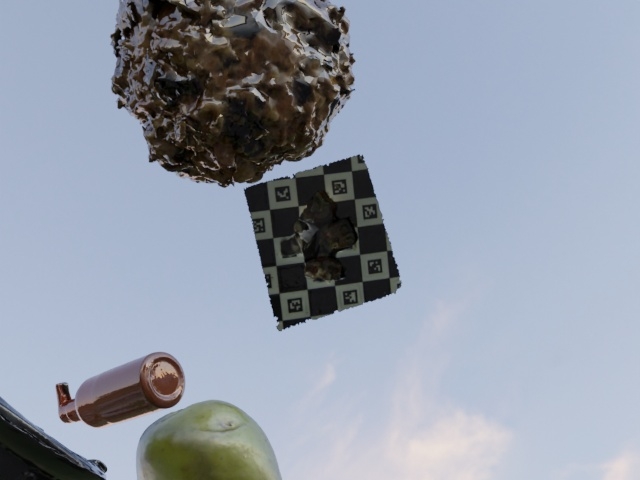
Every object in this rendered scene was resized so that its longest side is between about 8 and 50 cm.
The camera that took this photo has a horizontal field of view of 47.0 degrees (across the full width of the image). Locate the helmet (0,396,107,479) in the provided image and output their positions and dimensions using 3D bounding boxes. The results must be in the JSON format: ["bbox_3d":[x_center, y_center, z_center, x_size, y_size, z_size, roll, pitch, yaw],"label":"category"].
[{"bbox_3d":[-0.336,0.223,0.700,0.230,0.279,0.160,49,-114,-27],"label":"helmet"}]

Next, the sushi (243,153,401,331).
[{"bbox_3d":[0.000,0.000,1.045,0.193,0.040,0.210,-17,-79,-8],"label":"sushi"}]

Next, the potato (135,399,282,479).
[{"bbox_3d":[-0.119,0.295,0.821,0.197,0.228,0.148,-27,-5,28],"label":"potato"}]

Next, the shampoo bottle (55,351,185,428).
[{"bbox_3d":[-0.306,0.229,1.083,0.244,0.085,0.085,-21,-42,34],"label":"shampoo bottle"}]

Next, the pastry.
[{"bbox_3d":[-0.096,-0.185,0.807,0.275,0.193,0.274,2,-95,-19],"label":"pastry"}]
